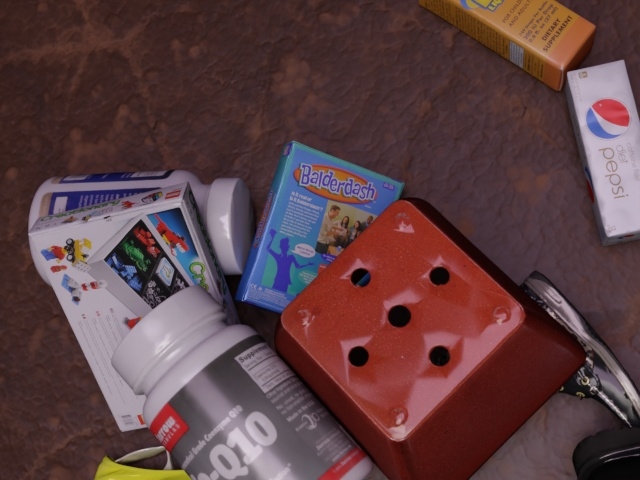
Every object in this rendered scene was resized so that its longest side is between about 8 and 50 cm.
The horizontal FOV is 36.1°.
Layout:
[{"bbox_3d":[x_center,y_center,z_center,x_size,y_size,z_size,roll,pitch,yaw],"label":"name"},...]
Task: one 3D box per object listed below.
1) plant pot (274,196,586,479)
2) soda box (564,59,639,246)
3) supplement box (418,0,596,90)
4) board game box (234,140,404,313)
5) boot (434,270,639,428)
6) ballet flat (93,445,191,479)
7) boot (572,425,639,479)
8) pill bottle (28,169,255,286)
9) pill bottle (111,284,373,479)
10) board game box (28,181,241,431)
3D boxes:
[{"bbox_3d":[0.101,0.106,1.060,0.267,0.236,0.267,-45,69,-1],"label":"plant pot"},{"bbox_3d":[0.362,-0.107,1.216,0.074,0.069,0.216,-12,78,9],"label":"soda box"},{"bbox_3d":[0.236,-0.294,1.274,0.233,0.080,0.078,36,86,18],"label":"supplement box"},{"bbox_3d":[0.000,0.000,1.244,0.160,0.047,0.210,20,83,-16],"label":"board game box"},{"bbox_3d":[0.267,0.177,1.176,0.178,0.085,0.236,-38,72,6],"label":"boot"},{"bbox_3d":[-0.182,0.301,1.250,0.231,0.077,0.077,-3,62,13],"label":"ballet flat"},{"bbox_3d":[0.446,0.314,1.021,0.348,0.131,0.260,-13,39,10],"label":"boot"},{"bbox_3d":[-0.226,-0.014,1.275,0.265,0.153,0.153,-2,79,12],"label":"pill bottle"},{"bbox_3d":[-0.092,0.197,1.084,0.161,0.161,0.283,-44,79,1],"label":"pill bottle"},{"bbox_3d":[-0.206,0.090,1.208,0.193,0.053,0.305,-12,118,9],"label":"board game box"}]
